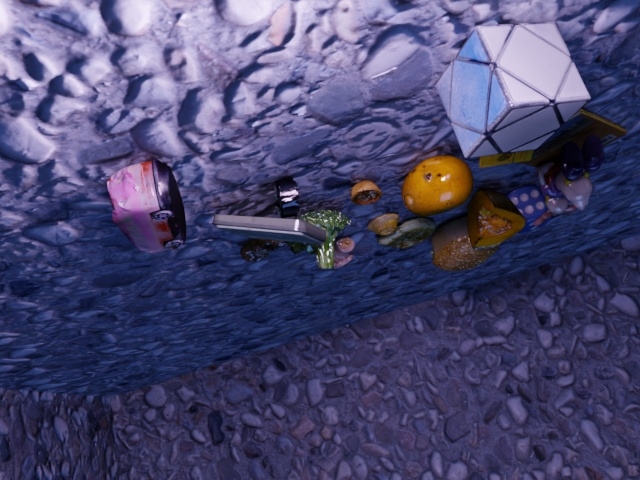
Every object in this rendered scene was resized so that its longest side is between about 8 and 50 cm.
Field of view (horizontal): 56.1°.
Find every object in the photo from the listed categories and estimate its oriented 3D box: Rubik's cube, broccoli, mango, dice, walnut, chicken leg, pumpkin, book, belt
[{"bbox_3d":[0.404,-0.320,1.286,0.207,0.205,0.205,-9,160,-18],"label":"Rubik's cube"},{"bbox_3d":[0.000,0.000,1.876,0.220,0.194,0.194,-7,160,-11],"label":"broccoli"},{"bbox_3d":[0.337,-0.152,1.797,0.191,0.160,0.290,-21,171,-7],"label":"mango"},{"bbox_3d":[0.771,-0.116,2.248,0.143,0.146,0.146,-22,160,12],"label":"dice"},{"bbox_3d":[0.131,-0.148,1.780,0.091,0.052,0.121,-20,159,15],"label":"walnut"},{"bbox_3d":[-0.171,0.016,1.991,0.198,0.069,0.085,-21,138,-8],"label":"chicken leg"},{"bbox_3d":[0.637,-0.103,2.155,0.169,0.148,0.312,-10,155,-5],"label":"pumpkin"},{"bbox_3d":[0.780,-0.307,1.901,0.374,0.028,0.262,3,154,-45],"label":"book"},{"bbox_3d":[-0.092,-0.114,1.613,0.058,0.105,0.140,-9,166,-8],"label":"belt"}]

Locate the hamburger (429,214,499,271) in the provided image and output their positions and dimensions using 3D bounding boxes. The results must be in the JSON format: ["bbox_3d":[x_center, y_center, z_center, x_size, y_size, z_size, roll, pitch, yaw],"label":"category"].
[{"bbox_3d":[0.585,0.020,2.424,0.276,0.179,0.294,-11,161,-13],"label":"hamburger"}]

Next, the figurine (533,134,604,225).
[{"bbox_3d":[0.804,-0.175,1.959,0.154,0.193,0.421,-19,166,-2],"label":"figurine"}]

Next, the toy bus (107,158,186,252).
[{"bbox_3d":[-0.406,-0.074,1.432,0.147,0.127,0.302,-11,161,-7],"label":"toy bus"}]

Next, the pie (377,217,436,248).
[{"bbox_3d":[0.329,-0.020,2.298,0.240,0.054,0.240,-17,162,-5],"label":"pie"}]

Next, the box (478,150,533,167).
[{"bbox_3d":[0.559,-0.261,1.803,0.155,0.023,0.087,-8,153,4],"label":"box"}]

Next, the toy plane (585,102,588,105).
[{"bbox_3d":[0.674,-0.355,1.653,0.121,0.049,0.031,-39,156,12],"label":"toy plane"}]

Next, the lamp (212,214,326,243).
[{"bbox_3d":[-0.137,-0.033,1.704,0.266,0.047,0.269,6,175,15],"label":"lamp"}]

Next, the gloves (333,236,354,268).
[{"bbox_3d":[0.077,0.049,2.237,0.110,0.094,0.144,-24,155,-12],"label":"gloves"}]

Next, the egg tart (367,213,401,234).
[{"bbox_3d":[0.229,-0.051,2.137,0.129,0.049,0.129,-13,160,-5],"label":"egg tart"}]
